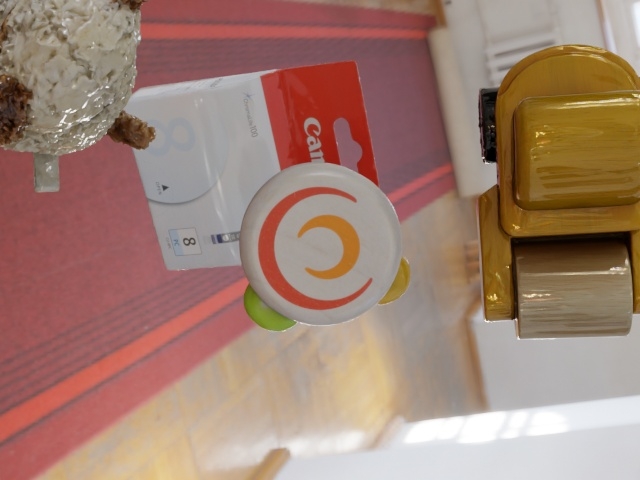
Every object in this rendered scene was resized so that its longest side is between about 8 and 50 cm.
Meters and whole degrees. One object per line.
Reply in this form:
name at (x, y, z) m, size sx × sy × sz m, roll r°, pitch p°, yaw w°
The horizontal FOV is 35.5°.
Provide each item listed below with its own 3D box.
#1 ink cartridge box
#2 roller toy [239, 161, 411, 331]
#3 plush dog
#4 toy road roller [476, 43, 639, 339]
ink cartridge box at (-0.107, -0.115, 1.638) m, size 0.091 × 0.385 × 0.308 m, roll -59°, pitch 141°, yaw -61°
roller toy at (0.000, 0.000, 1.216) m, size 0.146 × 0.209 × 0.191 m, roll -124°, pitch -157°, yaw -84°
plush dog at (-0.223, -0.148, 0.847) m, size 0.210 × 0.262 × 0.225 m, roll 38°, pitch -9°, yaw -13°
toy road roller at (0.277, -0.050, 1.107) m, size 0.240 × 0.202 × 0.329 m, roll 0°, pitch 87°, yaw -83°
